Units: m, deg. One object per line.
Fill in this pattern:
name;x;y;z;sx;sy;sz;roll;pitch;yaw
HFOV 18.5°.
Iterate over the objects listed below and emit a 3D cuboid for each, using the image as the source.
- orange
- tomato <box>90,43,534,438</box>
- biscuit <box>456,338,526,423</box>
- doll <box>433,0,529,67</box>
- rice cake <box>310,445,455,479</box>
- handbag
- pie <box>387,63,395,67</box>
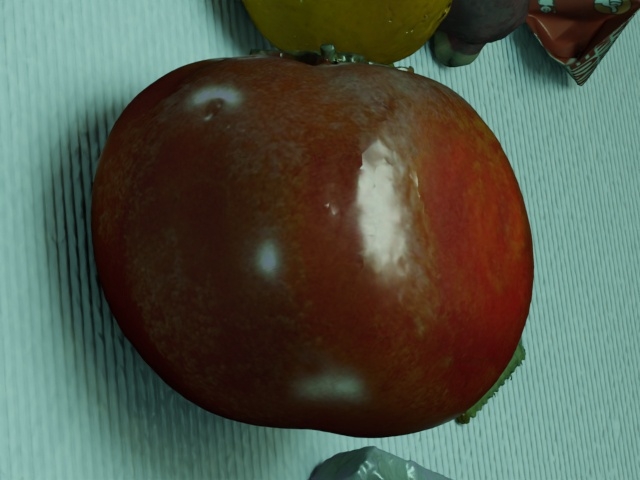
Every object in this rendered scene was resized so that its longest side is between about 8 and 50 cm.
orange;0.018;-0.252;1.687;0.219;0.193;0.219;14;69;-38
tomato;0.000;0.000;1.474;0.325;0.293;0.289;10;82;-60
biscuit;0.153;0.081;1.907;0.203;0.016;0.144;-38;108;-55
doll;0.157;-0.315;1.966;0.196;0.152;0.256;80;28;-64
rice cake;0.118;0.247;1.727;0.365;0.073;0.056;29;50;-48
handbag;0.300;-0.321;2.160;0.171;0.151;0.298;-6;100;-78
pie;0.052;-0.149;1.841;0.170;0.034;0.092;63;31;-28
